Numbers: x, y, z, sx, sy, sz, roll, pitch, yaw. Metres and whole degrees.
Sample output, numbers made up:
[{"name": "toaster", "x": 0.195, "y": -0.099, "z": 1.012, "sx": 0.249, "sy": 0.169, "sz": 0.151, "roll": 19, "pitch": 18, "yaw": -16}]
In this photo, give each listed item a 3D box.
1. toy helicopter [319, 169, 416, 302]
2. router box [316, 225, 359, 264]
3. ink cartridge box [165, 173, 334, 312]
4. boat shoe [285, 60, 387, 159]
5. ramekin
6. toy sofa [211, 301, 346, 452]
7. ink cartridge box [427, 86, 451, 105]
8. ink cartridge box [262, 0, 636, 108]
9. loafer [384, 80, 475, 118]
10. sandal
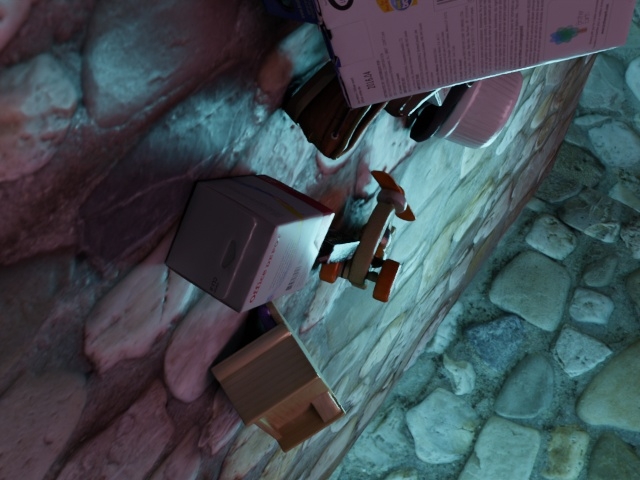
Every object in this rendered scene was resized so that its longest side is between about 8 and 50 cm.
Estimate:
[{"name": "toy helicopter", "x": 0.118, "y": -0.015, "z": 1.663, "sx": 0.355, "sy": 0.140, "sz": 0.234, "roll": -3, "pitch": 112, "yaw": -81}, {"name": "router box", "x": 0.000, "y": 0.000, "z": 1.370, "sx": 0.038, "sy": 0.092, "sz": 0.122, "roll": -65, "pitch": 160, "yaw": 13}, {"name": "ink cartridge box", "x": -0.089, "y": -0.002, "z": 1.078, "sx": 0.176, "sy": 0.127, "sz": 0.128, "roll": -16, "pitch": 133, "yaw": -65}, {"name": "boat shoe", "x": 0.095, "y": -0.236, "z": 1.092, "sx": 0.307, "sy": 0.104, "sz": 0.111, "roll": -44, "pitch": 169, "yaw": 22}, {"name": "ramekin", "x": 0.313, "y": -0.280, "z": 1.629, "sx": 0.207, "sy": 0.109, "sz": 0.207, "roll": -155, "pitch": -90, "yaw": -82}, {"name": "toy sofa", "x": -0.080, "y": 0.257, "z": 1.500, "sx": 0.150, "sy": 0.177, "sz": 0.362, "roll": -33, "pitch": 157, "yaw": -4}, {"name": "ink cartridge box", "x": 0.211, "y": -0.357, "z": 1.407, "sx": 0.208, "sy": 0.087, "sz": 0.153, "roll": -61, "pitch": 162, "yaw": -3}, {"name": "ink cartridge box", "x": 0.126, "y": -0.291, "z": 0.870, "sx": 0.270, "sy": 0.396, "sz": 0.151, "roll": 62, "pitch": 16, "yaw": -66}, {"name": "loafer", "x": 0.216, "y": -0.316, "z": 1.279, "sx": 0.366, "sy": 0.134, "sz": 0.130, "roll": -31, "pitch": 135, "yaw": -8}, {"name": "sandal", "x": 0.232, "y": -0.285, "z": 1.559, "sx": 0.254, "sy": 0.055, "sz": 0.097, "roll": 126, "pitch": -15, "yaw": -52}]
